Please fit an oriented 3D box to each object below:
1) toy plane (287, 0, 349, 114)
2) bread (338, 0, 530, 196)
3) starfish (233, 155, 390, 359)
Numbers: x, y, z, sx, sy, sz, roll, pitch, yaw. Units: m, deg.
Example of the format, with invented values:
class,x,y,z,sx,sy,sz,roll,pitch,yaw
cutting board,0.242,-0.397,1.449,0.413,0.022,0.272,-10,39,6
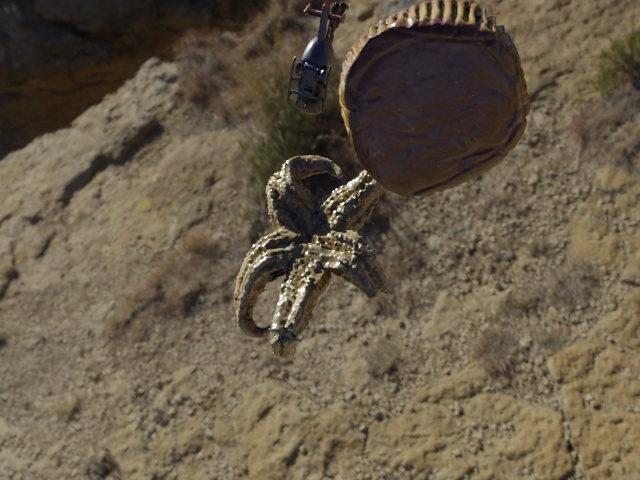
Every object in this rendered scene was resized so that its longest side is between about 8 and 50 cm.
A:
class,x,y,z,sx,sy,sz,roll,pitch,yaw
toy plane,-0.002,-0.173,0.729,0.037,0.145,0.060,16,35,6
bread,0.049,-0.065,0.345,0.085,0.085,0.053,-22,23,14
starfish,-0.001,-0.002,0.676,0.150,0.053,0.210,41,84,13
